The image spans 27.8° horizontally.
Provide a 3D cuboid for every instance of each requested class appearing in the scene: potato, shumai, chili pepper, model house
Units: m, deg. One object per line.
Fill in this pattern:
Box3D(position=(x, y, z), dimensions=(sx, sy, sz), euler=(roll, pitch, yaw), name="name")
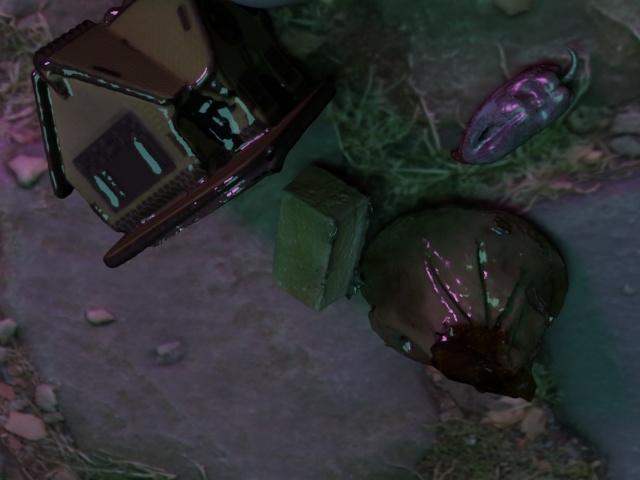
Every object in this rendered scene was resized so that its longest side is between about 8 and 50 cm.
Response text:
Box3D(position=(0.000, 0.002, 1.198), dimensions=(0.086, 0.061, 0.122), euler=(33, 132, 29), name="potato")
Box3D(position=(0.126, 0.069, 1.188), dimensions=(0.201, 0.120, 0.201), euler=(7, 125, 10), name="shumai")
Box3D(position=(0.167, -0.108, 1.116), dimensions=(0.153, 0.041, 0.050), euler=(-37, 64, 30), name="chili pepper")
Box3D(position=(-0.160, -0.154, 1.080), dimensions=(0.205, 0.218, 0.278), euler=(-32, 104, 28), name="model house")

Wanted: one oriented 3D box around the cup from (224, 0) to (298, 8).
Box3D(position=(-0.130, -0.302, 0.979), dimensions=(0.317, 0.212, 0.212), euler=(14, 123, 5), name="cup")
